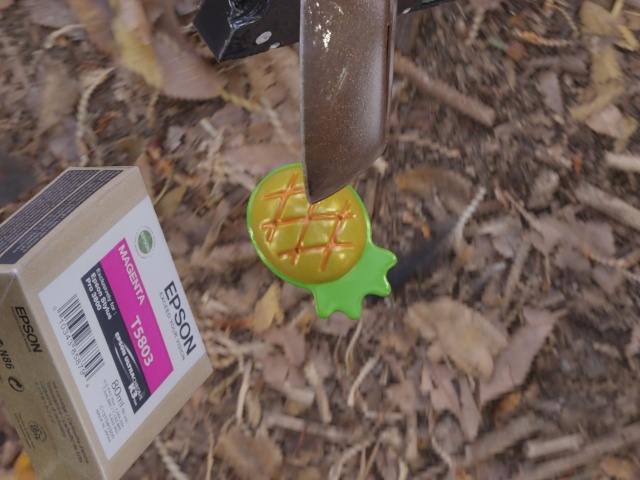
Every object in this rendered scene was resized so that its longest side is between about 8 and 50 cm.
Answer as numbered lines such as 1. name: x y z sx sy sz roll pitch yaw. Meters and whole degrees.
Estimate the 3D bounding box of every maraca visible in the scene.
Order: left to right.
1. maraca: 0.000 0.000 1.697 0.127 0.099 0.186 -38 83 -2

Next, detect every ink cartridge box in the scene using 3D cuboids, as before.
1. ink cartridge box: -0.209 0.076 1.406 0.088 0.193 0.235 -1 121 33

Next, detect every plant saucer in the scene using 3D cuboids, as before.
1. plant saucer: 0.023 -0.176 0.954 0.050 0.310 0.310 2 101 4

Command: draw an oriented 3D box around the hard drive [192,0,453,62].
1. hard drive: 0.058 -0.298 1.489 0.064 0.339 0.237 57 143 18
